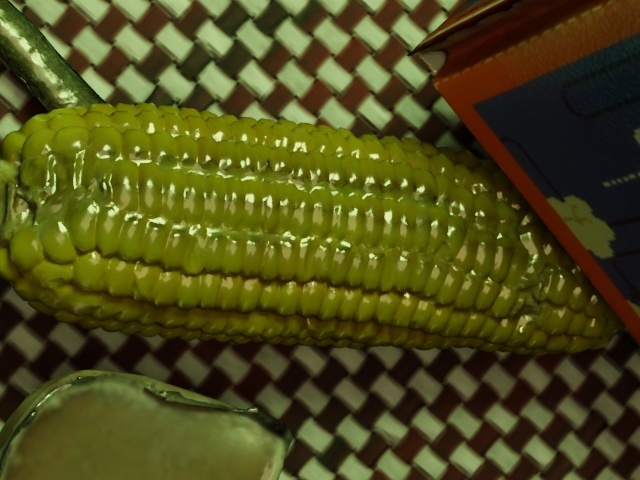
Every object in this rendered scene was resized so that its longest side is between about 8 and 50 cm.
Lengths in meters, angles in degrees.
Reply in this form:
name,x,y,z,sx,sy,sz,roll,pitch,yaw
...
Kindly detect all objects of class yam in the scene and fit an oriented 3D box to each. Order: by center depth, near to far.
name,x,y,z,sx,sy,sz,roll,pitch,yaw
yam,-0.158,-0.099,0.847,0.129,0.027,0.033,46,81,-11

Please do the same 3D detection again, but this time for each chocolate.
name,x,y,z,sx,sy,sz,roll,pitch,yaw
chocolate,-0.130,0.187,0.841,0.161,0.083,0.261,23,88,-31

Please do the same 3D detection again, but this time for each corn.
name,x,y,z,sx,sy,sz,roll,pitch,yaw
corn,0.000,0.000,0.845,0.363,0.120,0.120,8,91,-21

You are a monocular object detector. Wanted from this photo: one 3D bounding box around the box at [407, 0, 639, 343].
name,x,y,z,sx,sy,sz,roll,pitch,yaw
box,0.296,-0.127,0.768,0.349,0.318,0.257,-45,104,-25
